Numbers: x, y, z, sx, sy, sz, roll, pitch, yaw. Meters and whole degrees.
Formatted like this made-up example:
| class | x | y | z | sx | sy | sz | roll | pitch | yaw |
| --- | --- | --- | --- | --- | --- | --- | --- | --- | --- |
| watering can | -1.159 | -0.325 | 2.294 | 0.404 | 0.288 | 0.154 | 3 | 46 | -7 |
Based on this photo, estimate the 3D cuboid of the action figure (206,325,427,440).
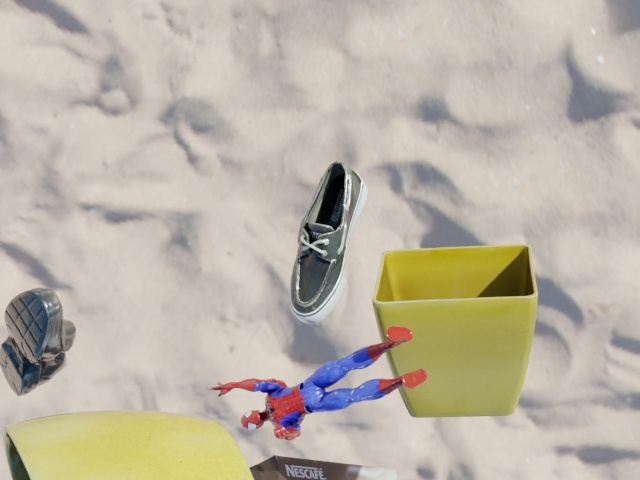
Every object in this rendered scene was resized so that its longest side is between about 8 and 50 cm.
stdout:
| class | x | y | z | sx | sy | sz | roll | pitch | yaw |
| --- | --- | --- | --- | --- | --- | --- | --- | --- | --- |
| action figure | -0.022 | 0.189 | 1.469 | 0.280 | 0.139 | 0.091 | -29 | 72 | 38 |

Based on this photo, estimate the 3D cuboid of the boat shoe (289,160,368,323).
| class | x | y | z | sx | sy | sz | roll | pitch | yaw |
| --- | --- | --- | --- | --- | --- | --- | --- | --- | --- |
| boat shoe | 0.000 | 0.000 | 1.596 | 0.078 | 0.219 | 0.070 | 8 | 164 | 26 |

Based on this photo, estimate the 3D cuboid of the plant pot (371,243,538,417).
| class | x | y | z | sx | sy | sz | roll | pitch | yaw |
| --- | --- | --- | --- | --- | --- | --- | --- | --- | --- |
| plant pot | 0.190 | 0.129 | 1.645 | 0.212 | 0.212 | 0.187 | -3 | 109 | 8 |

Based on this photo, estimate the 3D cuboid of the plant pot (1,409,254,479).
| class | x | y | z | sx | sy | sz | roll | pitch | yaw |
| --- | --- | --- | --- | --- | --- | --- | --- | --- | --- |
| plant pot | -0.081 | 0.134 | 0.559 | 0.095 | 0.134 | 0.134 | -19 | 120 | -21 |

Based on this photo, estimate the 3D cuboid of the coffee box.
| class | x | y | z | sx | sy | sz | roll | pitch | yaw |
| --- | --- | --- | --- | --- | --- | --- | --- | --- | --- |
| coffee box | 0.005 | 0.460 | 1.961 | 0.297 | 0.168 | 0.119 | 18 | 140 | -43 |

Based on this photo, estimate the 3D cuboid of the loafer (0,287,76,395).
| class | x | y | z | sx | sy | sz | roll | pitch | yaw |
| --- | --- | --- | --- | --- | --- | --- | --- | --- | --- |
| loafer | -0.264 | 0.088 | 1.141 | 0.062 | 0.061 | 0.170 | 58 | 147 | 14 |
